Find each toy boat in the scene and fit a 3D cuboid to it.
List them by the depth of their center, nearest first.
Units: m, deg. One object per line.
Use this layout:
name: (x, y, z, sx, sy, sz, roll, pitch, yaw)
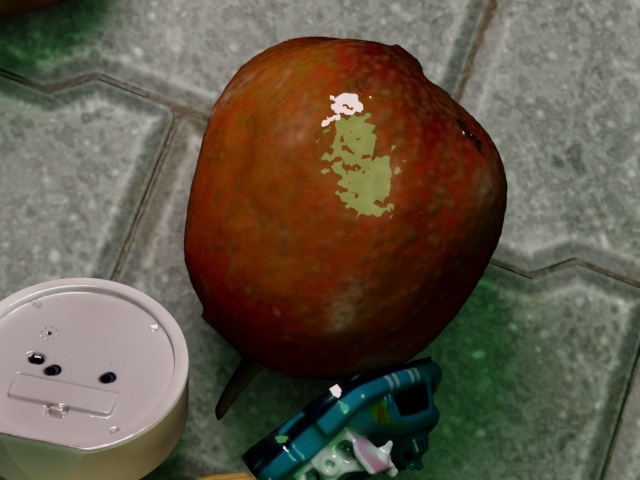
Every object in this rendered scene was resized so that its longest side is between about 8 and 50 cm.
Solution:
toy boat: (0.044, 0.174, 1.509, 0.134, 0.299, 0.092, -41, 77, 15)

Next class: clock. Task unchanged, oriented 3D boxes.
clock: (-0.213, 0.126, 1.543, 0.197, 0.068, 0.196, 2, 46, -2)

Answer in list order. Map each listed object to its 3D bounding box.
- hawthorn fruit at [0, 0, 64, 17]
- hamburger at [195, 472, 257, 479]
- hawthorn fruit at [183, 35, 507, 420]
hawthorn fruit: (-0.325, -0.331, 1.574, 0.308, 0.308, 0.325, 43, 83, 3)
hamburger: (-0.102, 0.285, 1.504, 0.330, 0.209, 0.162, -11, 85, 24)
hawthorn fruit: (0.000, 0.000, 1.569, 0.285, 0.285, 0.369, 28, 95, -2)
